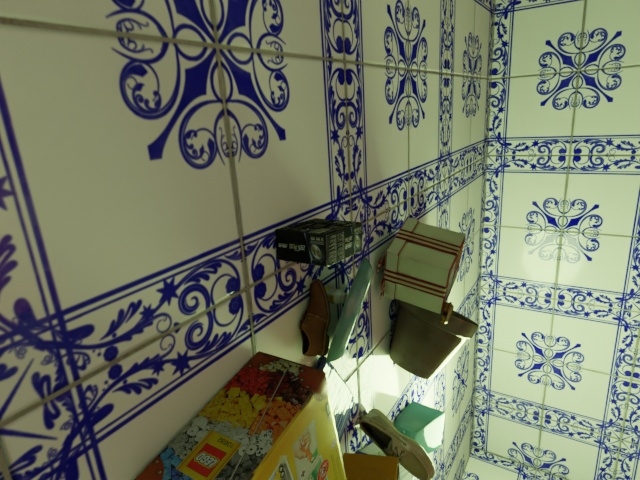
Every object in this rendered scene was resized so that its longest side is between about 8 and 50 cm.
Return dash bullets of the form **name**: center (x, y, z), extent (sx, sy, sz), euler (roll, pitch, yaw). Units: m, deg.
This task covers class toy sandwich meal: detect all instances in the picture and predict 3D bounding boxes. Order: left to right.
- **toy sandwich meal**: center (0.446, 0.257, 1.502), extent (0.085, 0.029, 0.085), euler (-47, 149, -40)

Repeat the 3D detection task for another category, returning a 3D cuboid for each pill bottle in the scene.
- **pill bottle**: center (0.035, 0.157, 1.203), extent (0.043, 0.083, 0.043), euler (-17, 111, -56)

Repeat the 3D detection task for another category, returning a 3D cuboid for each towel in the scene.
- **towel**: center (0.011, 0.527, 1.295), extent (0.243, 0.040, 0.336), euler (-64, 145, -31)

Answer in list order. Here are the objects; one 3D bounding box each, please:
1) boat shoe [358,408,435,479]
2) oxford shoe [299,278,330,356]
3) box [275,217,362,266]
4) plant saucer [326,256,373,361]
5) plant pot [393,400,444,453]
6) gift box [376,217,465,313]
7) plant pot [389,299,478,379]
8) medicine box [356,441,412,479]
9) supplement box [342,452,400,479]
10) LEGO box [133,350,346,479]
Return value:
- **boat shoe**: center (0.265, 0.738, 1.510), extent (0.098, 0.302, 0.109), euler (-9, 132, -53)
- **oxford shoe**: center (-0.020, 0.211, 1.146), extent (0.076, 0.076, 0.212), euler (0, 90, -27)
- **box**: center (0.000, 0.000, 1.056), extent (0.180, 0.147, 0.077), euler (-21, 113, -56)
- **plant saucer**: center (0.091, 0.202, 1.218), extent (0.317, 0.044, 0.317), euler (19, 90, -81)
- **plant pot**: center (0.428, 0.860, 1.910), extent (0.234, 0.166, 0.165), euler (2, 94, -52)
- **gift box**: center (0.355, 0.105, 1.553), extent (0.255, 0.258, 0.276), euler (-46, 146, -46)
- **plant pot**: center (0.423, 0.387, 1.705), extent (0.323, 0.323, 0.280), euler (20, 95, -58)
- **medicine box**: center (0.237, 0.941, 1.622), extent (0.263, 0.149, 0.289), euler (17, 81, -58)
- **supplement box**: center (0.165, 0.838, 1.407), extent (0.129, 0.191, 0.194), euler (-42, 127, -70)
- **LEGO box**: center (-0.121, 0.569, 0.928), extent (0.372, 0.193, 0.500), euler (-41, 129, -48)
